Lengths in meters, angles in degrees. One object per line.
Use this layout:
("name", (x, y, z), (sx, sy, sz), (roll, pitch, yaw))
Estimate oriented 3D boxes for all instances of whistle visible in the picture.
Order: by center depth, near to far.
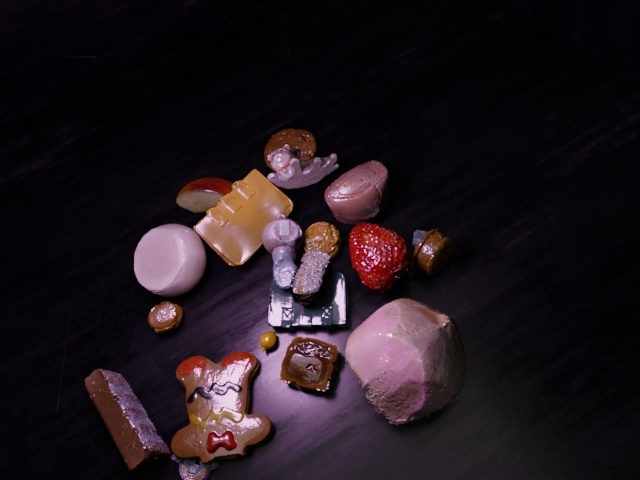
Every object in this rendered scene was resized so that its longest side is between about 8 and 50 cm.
("whistle", (-0.158, 0.049, 1.870), (0.189, 0.189, 0.347), (-8, 67, 6))

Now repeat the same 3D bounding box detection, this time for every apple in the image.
("apple", (-0.519, -0.220, 2.131), (0.346, 0.179, 0.254), (0, 23, 10))

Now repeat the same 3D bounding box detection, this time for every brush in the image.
("brush", (0.416, 0.042, 1.885), (0.070, 0.021, 0.196), (13, 64, 19))

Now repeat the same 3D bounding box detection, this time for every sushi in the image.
("sushi", (-0.037, 0.149, 1.749), (0.136, 0.126, 0.225), (12, 62, 20))

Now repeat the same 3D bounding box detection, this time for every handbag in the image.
("handbag", (-0.047, 0.252, 1.815), (0.327, 0.089, 0.238), (-3, 62, 9))
("handbag", (-0.345, -0.105, 1.989), (0.283, 0.133, 0.401), (45, 73, -10))

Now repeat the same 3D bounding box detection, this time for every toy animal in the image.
("toy animal", (-0.090, -0.375, 2.094), (0.308, 0.266, 0.188), (-36, 53, 11))

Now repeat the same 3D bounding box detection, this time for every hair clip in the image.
("hair clip", (-0.463, 0.818, 1.595), (0.172, 0.049, 0.116), (21, 70, 16))

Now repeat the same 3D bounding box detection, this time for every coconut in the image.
("coconut", (0.317, 0.381, 1.493), (0.405, 0.404, 0.404), (-5, 60, 8))

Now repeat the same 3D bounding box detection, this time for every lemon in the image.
("lemon", (-0.212, 0.406, 1.770), (0.065, 0.065, 0.092), (21, 64, 21))

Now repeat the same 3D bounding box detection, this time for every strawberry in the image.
("strawberry", (0.228, 0.054, 1.778), (0.239, 0.250, 0.288), (-39, 84, -9))

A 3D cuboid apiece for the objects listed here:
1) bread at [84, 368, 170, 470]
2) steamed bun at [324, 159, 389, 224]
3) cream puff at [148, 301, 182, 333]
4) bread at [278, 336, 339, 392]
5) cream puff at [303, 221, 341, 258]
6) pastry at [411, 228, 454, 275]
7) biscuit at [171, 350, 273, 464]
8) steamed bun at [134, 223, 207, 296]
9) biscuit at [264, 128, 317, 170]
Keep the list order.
("bread", (-0.733, 0.669, 1.658), (0.113, 0.165, 0.416), (-42, 63, -12))
("steamed bun", (0.185, -0.192, 1.946), (0.301, 0.251, 0.199), (-34, 71, -5))
("cream puff", (-0.658, 0.329, 1.873), (0.144, 0.103, 0.126), (-35, 74, -10))
("bread", (-0.040, 0.473, 1.673), (0.210, 0.109, 0.192), (11, 65, 16))
("cream puff", (0.000, 0.000, 1.925), (0.189, 0.129, 0.188), (-6, 57, 9))
("pastry", (0.458, 0.050, 1.780), (0.103, 0.188, 0.188), (31, 70, 30))
("biscuit", (-0.370, 0.615, 1.649), (0.369, 0.076, 0.393), (-7, 57, -1))
("steamed bun", (-0.646, 0.088, 1.928), (0.325, 0.206, 0.324), (-4, 80, 22))
("biscuit", (-0.155, -0.469, 2.250), (0.296, 0.075, 0.295), (-4, 61, 7))
